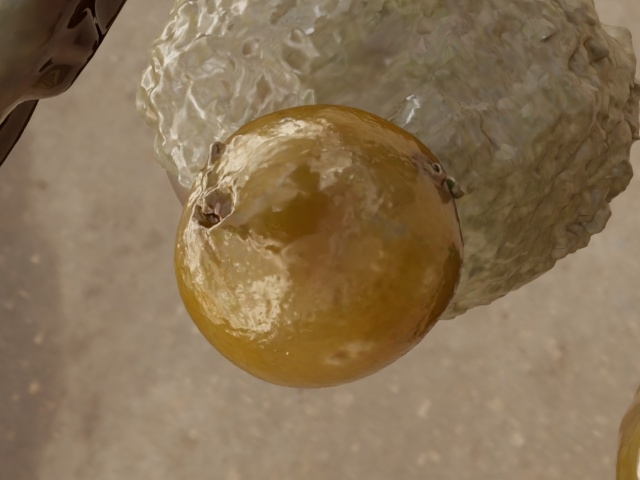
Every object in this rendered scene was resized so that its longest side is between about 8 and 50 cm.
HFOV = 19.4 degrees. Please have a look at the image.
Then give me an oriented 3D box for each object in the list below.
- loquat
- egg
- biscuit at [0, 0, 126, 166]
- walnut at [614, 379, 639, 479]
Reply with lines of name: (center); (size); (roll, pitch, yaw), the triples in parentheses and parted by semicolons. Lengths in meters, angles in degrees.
loquat: (0.000, 0.000, 0.896); (0.141, 0.141, 0.141); (-17, 59, 30)
egg: (0.041, -0.079, 1.132); (0.279, 0.310, 0.279); (18, 111, 62)
biscuit: (-0.091, -0.184, 0.634); (0.268, 0.115, 0.366); (-5, 61, 64)
walnut: (0.389, 0.158, 1.190); (0.354, 0.398, 0.308); (138, 150, -66)
